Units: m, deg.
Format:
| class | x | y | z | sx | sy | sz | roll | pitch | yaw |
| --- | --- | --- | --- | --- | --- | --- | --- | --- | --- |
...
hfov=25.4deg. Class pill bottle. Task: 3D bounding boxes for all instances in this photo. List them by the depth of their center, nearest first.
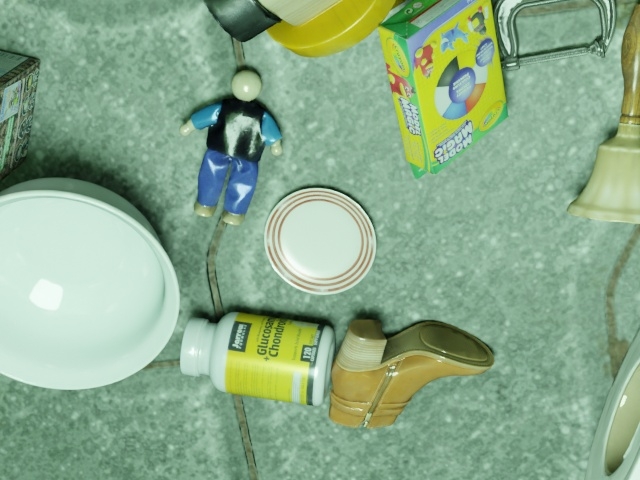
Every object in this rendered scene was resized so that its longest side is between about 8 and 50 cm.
| class | x | y | z | sx | sy | sz | roll | pitch | yaw |
| --- | --- | --- | --- | --- | --- | --- | --- | --- | --- |
| pill bottle | -0.079 | 0.146 | 1.785 | 0.184 | 0.103 | 0.103 | 8 | 112 | 6 |

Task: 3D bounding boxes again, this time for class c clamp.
| class | x | y | z | sx | sy | sz | roll | pitch | yaw |
| --- | --- | --- | --- | --- | --- | --- | --- | --- | --- |
| c clamp | 0.264 | -0.231 | 1.628 | 0.161 | 0.022 | 0.137 | -14 | 103 | 16 |

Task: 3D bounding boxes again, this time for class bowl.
| class | x | y | z | sx | sy | sz | roll | pitch | yaw |
| --- | --- | --- | --- | --- | --- | --- | --- | --- | --- |
| bowl | -0.315 | 0.030 | 1.749 | 0.298 | 0.134 | 0.298 | 1 | 125 | 1 |

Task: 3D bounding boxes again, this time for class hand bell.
| class | x | y | z | sx | sy | sz | roll | pitch | yaw |
| --- | --- | --- | --- | --- | --- | --- | --- | --- | --- |
| hand bell | 0.353 | -0.147 | 1.612 | 0.126 | 0.126 | 0.242 | 5 | 100 | 8 |

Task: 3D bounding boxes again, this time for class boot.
| class | x | y | z | sx | sy | sz | roll | pitch | yaw |
| --- | --- | --- | --- | --- | --- | --- | --- | --- | --- |
| boot | 0.109 | 0.178 | 1.791 | 0.197 | 0.073 | 0.152 | 10 | 124 | -4 |

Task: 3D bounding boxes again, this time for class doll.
| class | x | y | z | sx | sy | sz | roll | pitch | yaw |
| --- | --- | --- | --- | --- | --- | --- | --- | --- | --- |
| doll | -0.109 | -0.117 | 1.721 | 0.129 | 0.046 | 0.189 | 17 | 113 | 2 |

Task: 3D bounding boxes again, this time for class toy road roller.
| class | x | y | z | sx | sy | sz | roll | pitch | yaw |
| --- | --- | --- | --- | --- | --- | --- | --- | --- | --- |
| toy road roller | -0.026 | -0.353 | 1.562 | 0.202 | 0.240 | 0.329 | -30 | 66 | 19 |

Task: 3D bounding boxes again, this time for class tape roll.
| class | x | y | z | sx | sy | sz | roll | pitch | yaw |
| --- | --- | --- | --- | --- | --- | --- | --- | --- | --- |
| tape roll | 0.397 | 0.217 | 1.632 | 0.100 | 0.286 | 0.286 | 20 | 113 | 1 |

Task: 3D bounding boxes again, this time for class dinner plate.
| class | x | y | z | sx | sy | sz | roll | pitch | yaw |
| --- | --- | --- | --- | --- | --- | --- | --- | --- | --- |
| dinner plate | 0.000 | 0.000 | 1.762 | 0.141 | 0.017 | 0.141 | 3 | 111 | 8 |

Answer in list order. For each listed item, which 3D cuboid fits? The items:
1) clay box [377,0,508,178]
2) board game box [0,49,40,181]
| class | x | y | z | sx | sy | sz | roll | pitch | yaw |
| --- | --- | --- | --- | --- | --- | --- | --- | --- | --- |
| clay box | 0.142 | -0.174 | 1.578 | 0.053 | 0.127 | 0.222 | 32 | 151 | 40 |
| board game box | -0.491 | -0.139 | 1.646 | 0.232 | 0.291 | 0.141 | 15 | 112 | 5 |
